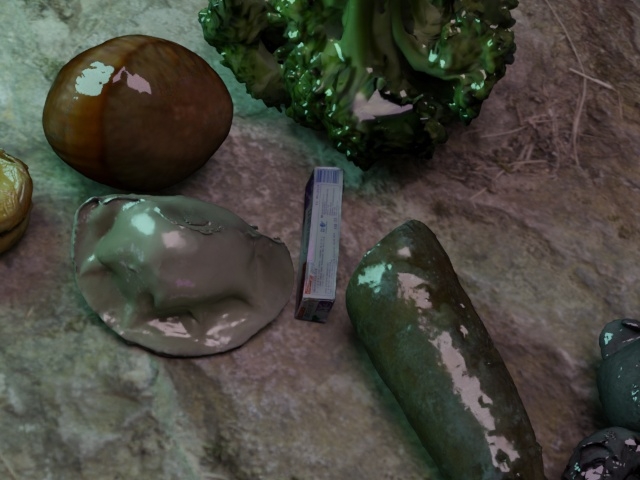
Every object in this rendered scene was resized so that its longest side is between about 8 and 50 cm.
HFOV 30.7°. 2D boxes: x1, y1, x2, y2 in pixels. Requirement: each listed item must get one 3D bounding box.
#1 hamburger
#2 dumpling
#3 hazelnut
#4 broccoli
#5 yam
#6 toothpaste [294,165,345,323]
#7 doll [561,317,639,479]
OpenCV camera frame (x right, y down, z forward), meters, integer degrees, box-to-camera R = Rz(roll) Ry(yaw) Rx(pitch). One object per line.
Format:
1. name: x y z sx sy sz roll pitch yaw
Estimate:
1. hamburger: -0.385 -0.043 1.268 0.138 0.083 0.147 24 51 11
2. dumpling: -0.150 0.039 1.246 0.247 0.142 0.173 14 87 -10
3. hazelnut: -0.214 -0.148 1.332 0.214 0.176 0.214 7 15 -2
4. broccoli: 0.058 -0.254 1.412 0.277 0.317 0.338 -40 102 -31
5. yam: 0.134 0.145 1.218 0.133 0.133 0.330 -17 64 -23
6. toothpaste: 0.000 0.000 1.339 0.040 0.047 0.196 11 52 -8
7. doll: 0.373 0.230 1.178 0.245 0.158 0.340 11 54 11
